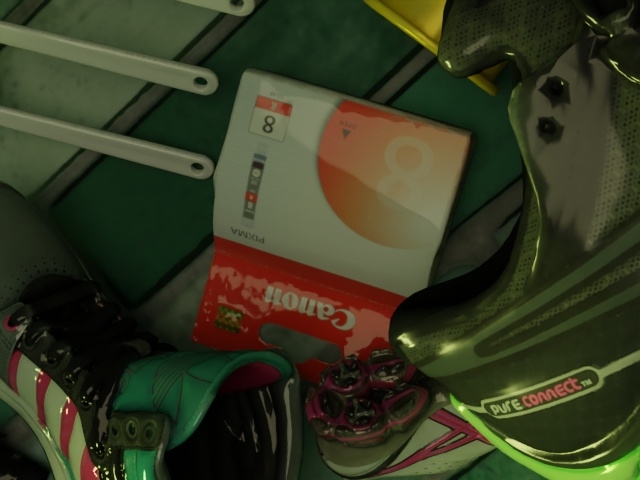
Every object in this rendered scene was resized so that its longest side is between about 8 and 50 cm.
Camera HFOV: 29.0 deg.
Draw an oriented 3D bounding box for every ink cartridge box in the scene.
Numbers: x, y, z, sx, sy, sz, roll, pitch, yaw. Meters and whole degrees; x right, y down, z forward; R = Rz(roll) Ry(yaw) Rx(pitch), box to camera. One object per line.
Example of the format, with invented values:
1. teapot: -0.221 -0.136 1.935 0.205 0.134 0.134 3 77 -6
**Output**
1. ink cartridge box: 0.000 0.000 0.749 0.145 0.045 0.179 18 96 12

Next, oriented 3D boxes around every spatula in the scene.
1. spatula: -0.169 -0.118 0.740 0.242 0.019 0.168 14 127 -4

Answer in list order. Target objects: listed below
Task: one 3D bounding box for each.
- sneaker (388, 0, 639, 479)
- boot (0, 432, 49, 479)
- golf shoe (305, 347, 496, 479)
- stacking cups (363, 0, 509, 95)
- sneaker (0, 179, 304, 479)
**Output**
1. sneaker: 0.165 -0.114 0.554 0.202 0.185 0.483 23 100 7
2. boot: -0.248 0.168 0.821 0.099 0.045 0.121 34 94 7
3. golf shoe: 0.087 0.094 0.733 0.186 0.067 0.086 -15 133 3
4. stacking cups: 0.156 -0.229 0.672 0.096 0.096 0.316 40 100 8
5. sneaker: -0.109 0.075 0.708 0.178 0.124 0.295 -26 95 43
